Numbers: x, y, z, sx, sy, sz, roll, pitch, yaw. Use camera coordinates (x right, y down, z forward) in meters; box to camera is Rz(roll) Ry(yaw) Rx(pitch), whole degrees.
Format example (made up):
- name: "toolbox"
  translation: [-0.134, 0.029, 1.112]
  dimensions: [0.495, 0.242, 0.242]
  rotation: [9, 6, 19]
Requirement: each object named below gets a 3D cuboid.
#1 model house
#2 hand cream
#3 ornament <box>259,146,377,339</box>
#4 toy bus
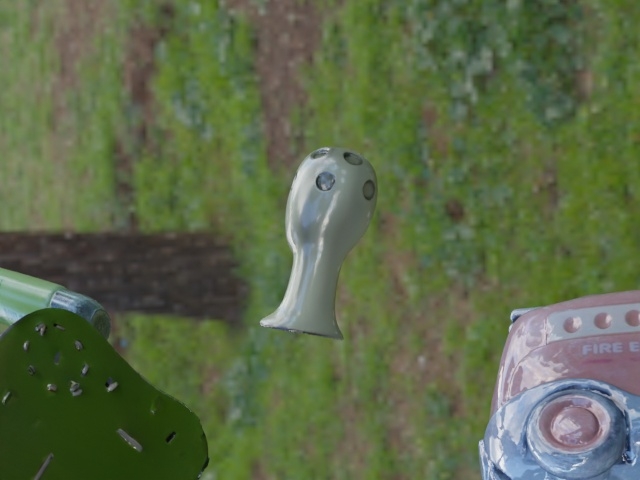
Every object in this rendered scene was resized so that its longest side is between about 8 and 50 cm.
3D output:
- name: "model house"
  translation: [-0.241, 0.218, 1.248]
  dimensions: [0.154, 0.207, 0.294]
  rotation: [-37, 16, 41]
- name: "hand cream"
  translation: [-0.276, 0.058, 1.472]
  dimensions: [0.095, 0.175, 0.046]
  rotation: [70, -142, -56]
- name: "ornament"
  translation: [0.000, 0.000, 1.312]
  dimensions: [0.081, 0.074, 0.156]
  rotation: [-171, 93, -71]
- name: "toy bus"
  translation: [0.271, 0.134, 1.245]
  dimensions: [0.232, 0.294, 0.197]
  rotation: [-85, -15, -44]
